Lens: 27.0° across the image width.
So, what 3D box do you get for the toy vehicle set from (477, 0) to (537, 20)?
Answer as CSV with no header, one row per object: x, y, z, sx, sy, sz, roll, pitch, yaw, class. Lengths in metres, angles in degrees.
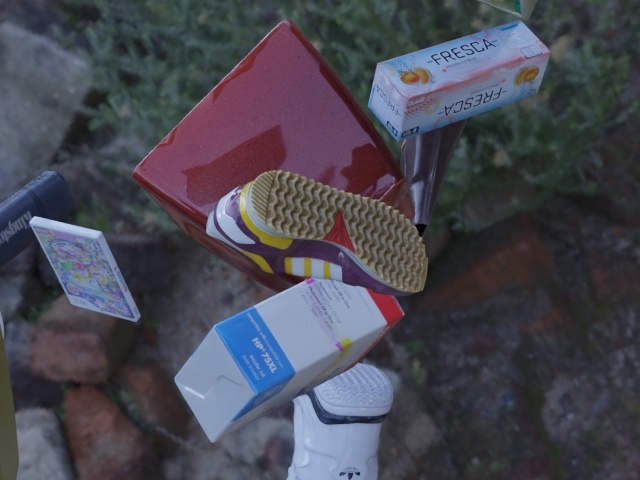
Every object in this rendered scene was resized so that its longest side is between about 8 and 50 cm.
0.144,-0.321,1.389,0.166,0.267,0.035,25,84,15,toy vehicle set

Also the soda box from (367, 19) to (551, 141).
0.141,-0.163,1.347,0.183,0.063,0.058,-20,55,-26,soda box

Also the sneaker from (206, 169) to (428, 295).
0.000,0.000,1.054,0.084,0.185,0.069,-23,50,49,sneaker

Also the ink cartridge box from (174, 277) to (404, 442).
-0.013,0.094,1.289,0.231,0.078,0.134,-25,-15,-33,ink cartridge box

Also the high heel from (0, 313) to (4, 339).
-0.452,0.185,1.591,0.117,0.082,0.244,-42,29,48,high heel

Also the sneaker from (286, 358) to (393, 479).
0.001,0.255,1.936,0.137,0.210,0.366,6,11,-15,sneaker

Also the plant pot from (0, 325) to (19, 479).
-0.340,0.147,1.040,0.212,0.187,0.212,-20,17,-3,plant pot

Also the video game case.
-0.235,0.029,1.336,0.087,0.122,0.011,12,50,28,video game case

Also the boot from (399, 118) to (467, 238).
0.166,-0.121,1.895,0.090,0.248,0.207,9,74,-6,boot

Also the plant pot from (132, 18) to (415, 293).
-0.030,-0.064,1.659,0.236,0.267,0.267,42,85,17,plant pot

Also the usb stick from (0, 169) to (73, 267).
-0.429,-0.012,1.818,0.045,0.077,0.278,-2,25,27,usb stick
